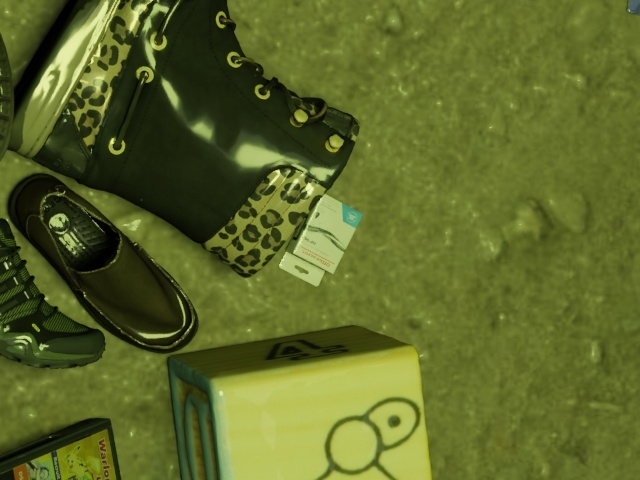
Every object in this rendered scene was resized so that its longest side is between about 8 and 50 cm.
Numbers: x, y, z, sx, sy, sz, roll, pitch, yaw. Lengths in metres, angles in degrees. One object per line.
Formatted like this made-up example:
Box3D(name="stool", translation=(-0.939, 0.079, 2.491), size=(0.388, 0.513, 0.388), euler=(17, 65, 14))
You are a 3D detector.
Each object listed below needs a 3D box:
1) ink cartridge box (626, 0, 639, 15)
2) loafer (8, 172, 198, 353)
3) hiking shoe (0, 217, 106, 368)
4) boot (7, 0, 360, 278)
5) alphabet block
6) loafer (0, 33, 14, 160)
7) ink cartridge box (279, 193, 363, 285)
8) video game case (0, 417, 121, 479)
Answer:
Box3D(name="ink cartridge box", translation=(0.492, -0.352, 1.917), size=(0.307, 0.072, 0.303), euler=(9, 92, -19))
Box3D(name="loafer", translation=(-0.200, 0.029, 1.728), size=(0.220, 0.078, 0.080), euler=(42, 82, -16))
Box3D(name="hiking shoe", translation=(-0.292, 0.041, 1.697), size=(0.227, 0.086, 0.114), euler=(22, 91, -17))
Box3D(name="boot", translation=(-0.086, -0.174, 1.715), size=(0.284, 0.138, 0.377), euler=(35, 88, -16))
Box3D(name="alphabet block", translation=(-0.020, 0.193, 1.738), size=(0.197, 0.193, 0.192), euler=(-7, 98, -16))
Box3D(name="loafer", translation=(-0.388, -0.210, 1.631), size=(0.134, 0.130, 0.366), euler=(-26, 95, -36))
Box3D(name="ink cartridge box", translation=(0.000, 0.000, 1.813), size=(0.048, 0.028, 0.083), euler=(27, 87, -17))
Box3D(name="video game case", translation=(-0.255, 0.324, 1.680), size=(0.248, 0.035, 0.275), euler=(-19, 102, -56))
